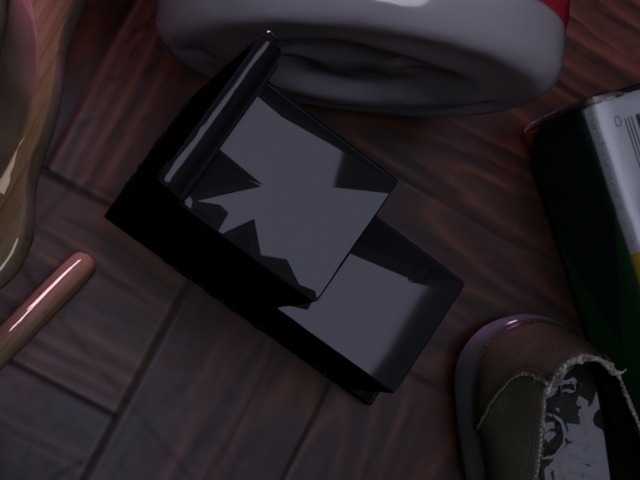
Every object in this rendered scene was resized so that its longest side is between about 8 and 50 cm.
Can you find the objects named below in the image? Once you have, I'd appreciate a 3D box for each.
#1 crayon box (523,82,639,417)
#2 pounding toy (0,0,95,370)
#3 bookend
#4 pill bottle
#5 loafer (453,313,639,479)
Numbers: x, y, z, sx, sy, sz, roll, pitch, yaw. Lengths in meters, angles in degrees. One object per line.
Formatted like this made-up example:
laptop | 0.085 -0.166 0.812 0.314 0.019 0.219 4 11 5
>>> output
crayon box | 0.247 0.061 0.724 0.202 0.081 0.318 -17 90 -16
pounding toy | -0.187 -0.032 0.617 0.154 0.155 0.269 6 73 13
bookend | 0.000 0.000 0.620 0.156 0.157 0.072 36 78 -9
pill bottle | 0.034 -0.225 0.637 0.176 0.176 0.318 9 83 -15
loafer | 0.121 0.158 0.676 0.094 0.087 0.251 -14 89 -16
